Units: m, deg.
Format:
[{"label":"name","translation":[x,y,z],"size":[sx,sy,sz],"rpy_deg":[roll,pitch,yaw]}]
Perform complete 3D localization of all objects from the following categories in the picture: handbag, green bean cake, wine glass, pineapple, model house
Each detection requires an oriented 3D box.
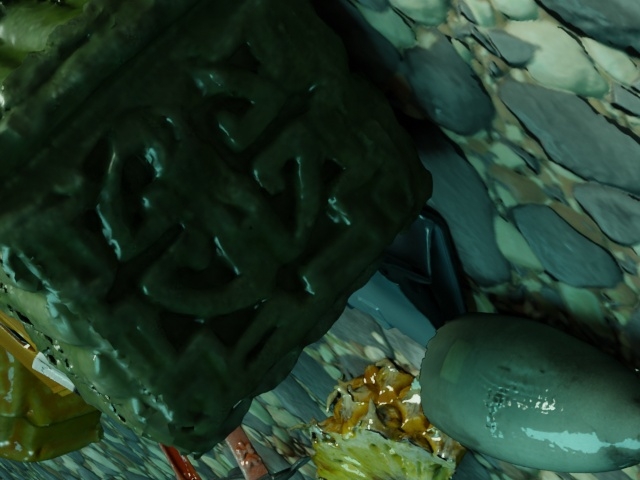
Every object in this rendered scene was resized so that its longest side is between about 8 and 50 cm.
[{"label":"handbag","translation":[0.000,0.000,1.248],"size":[0.221,0.057,0.144],"rpy_deg":[24,160,34]},{"label":"green bean cake","translation":[-0.087,-0.042,1.030],"size":[0.132,0.241,0.255],"rpy_deg":[23,153,56]},{"label":"wine glass","translation":[0.144,0.068,1.041],"size":[0.309,0.096,0.264],"rpy_deg":[16,159,48]},{"label":"pineapple","translation":[0.047,0.161,1.472],"size":[0.135,0.079,0.233],"rpy_deg":[27,152,7]},{"label":"model house","translation":[-0.349,0.113,1.965],"size":[0.268,0.173,0.239],"rpy_deg":[10,147,-9]}]

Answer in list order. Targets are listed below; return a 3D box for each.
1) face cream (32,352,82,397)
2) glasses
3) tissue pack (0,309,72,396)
[{"label":"face cream","translation":[-0.153,0.057,1.374],"size":[0.092,0.058,0.243],"rpy_deg":[32,140,1]},{"label":"glasses","translation":[-0.139,0.154,1.827],"size":[0.268,0.118,0.234],"rpy_deg":[61,159,-2]},{"label":"tissue pack","translation":[-0.258,-0.013,1.529],"size":[0.274,0.145,0.194],"rpy_deg":[41,158,-9]}]
